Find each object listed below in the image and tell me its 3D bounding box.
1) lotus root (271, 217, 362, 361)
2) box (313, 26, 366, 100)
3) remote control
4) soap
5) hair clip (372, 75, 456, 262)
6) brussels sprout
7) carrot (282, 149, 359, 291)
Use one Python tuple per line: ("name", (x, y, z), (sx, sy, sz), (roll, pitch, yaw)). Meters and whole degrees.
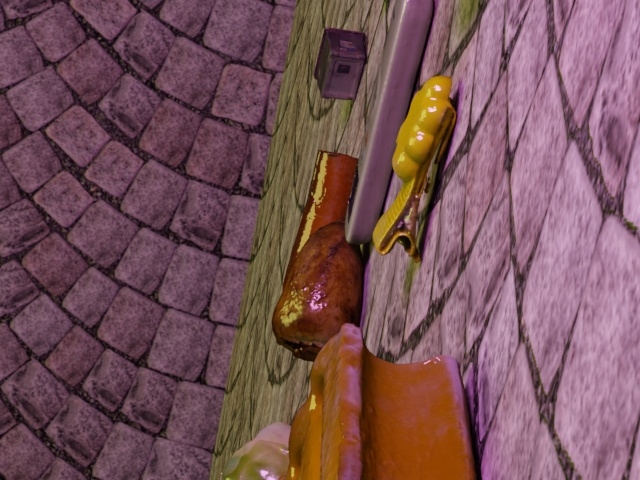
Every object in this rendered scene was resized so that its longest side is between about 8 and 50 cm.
("lotus root", (0.004, 0.047, 1.918), (0.108, 0.094, 0.190), (-17, 52, 44))
("box", (0.028, -0.236, 2.305), (0.063, 0.060, 0.084), (-99, 20, -49))
("remote control", (0.072, -0.139, 1.838), (0.090, 0.038, 0.309), (-91, 12, -61))
("soap", (0.021, 0.241, 1.200), (0.281, 0.143, 0.259), (-91, 17, -57))
("hair clip", (0.088, -0.070, 1.551), (0.072, 0.046, 0.173), (-103, 26, -65))
("brussels sprout", (-0.029, 0.271, 1.725), (0.151, 0.122, 0.149), (3, -73, -61))
("carrot", (0.000, 0.000, 2.126), (0.067, 0.067, 0.225), (-116, 38, -79))
